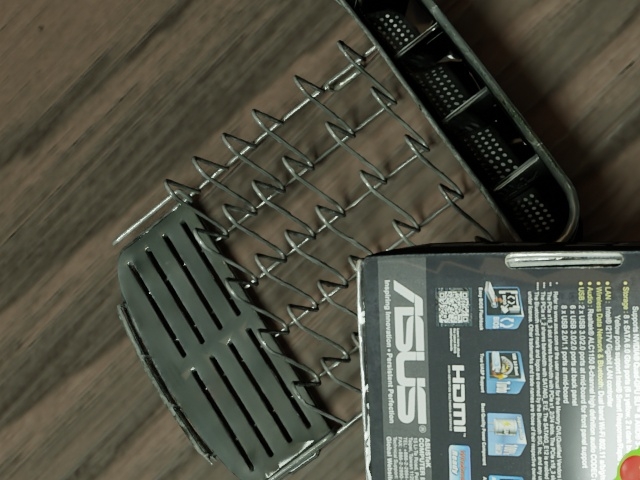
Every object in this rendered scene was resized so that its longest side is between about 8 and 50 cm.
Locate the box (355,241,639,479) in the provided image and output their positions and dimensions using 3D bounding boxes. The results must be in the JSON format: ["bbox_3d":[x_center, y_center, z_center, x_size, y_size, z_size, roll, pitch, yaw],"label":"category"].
[{"bbox_3d":[0.181,0.195,0.740,0.318,0.097,0.395,-2,92,26],"label":"box"}]

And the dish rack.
[{"bbox_3d":[0.000,0.000,0.932,0.271,0.074,0.208,-39,64,11],"label":"dish rack"}]

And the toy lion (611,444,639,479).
[{"bbox_3d":[0.172,0.115,0.676,0.100,0.034,0.096,-38,70,18],"label":"toy lion"}]
